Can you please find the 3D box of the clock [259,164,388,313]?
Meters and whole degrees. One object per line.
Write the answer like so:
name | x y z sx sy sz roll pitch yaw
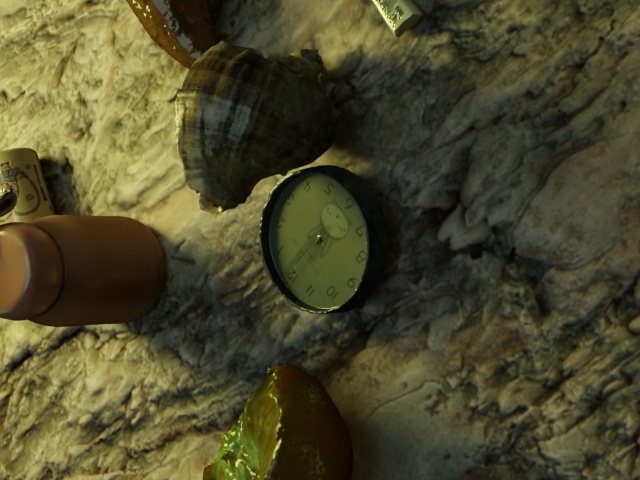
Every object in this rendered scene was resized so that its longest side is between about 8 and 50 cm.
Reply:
clock | 0.000 0.000 1.764 0.214 0.042 0.215 6 100 40

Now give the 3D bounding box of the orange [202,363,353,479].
orange | -0.066 0.349 1.705 0.196 0.262 0.335 30 94 0

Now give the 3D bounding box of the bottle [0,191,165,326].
bottle | -0.392 0.031 1.867 0.173 0.296 0.207 -25 78 29

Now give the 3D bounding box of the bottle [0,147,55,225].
bottle | -0.490 -0.038 2.041 0.110 0.097 0.209 -36 70 59

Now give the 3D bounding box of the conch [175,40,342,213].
conch | -0.071 -0.172 1.705 0.158 0.210 0.291 -2 48 36

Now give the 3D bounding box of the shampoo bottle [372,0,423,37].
shampoo bottle | 0.088 -0.354 1.746 0.049 0.034 0.141 -44 69 30

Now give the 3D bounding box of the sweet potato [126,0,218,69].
sweet potato | -0.232 -0.374 1.879 0.131 0.131 0.337 -47 70 21
